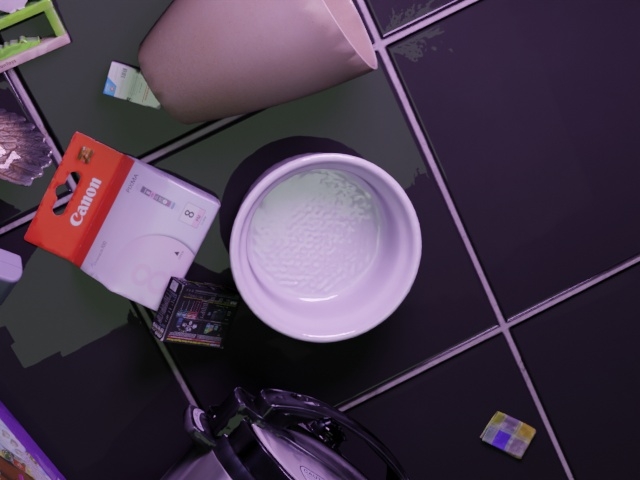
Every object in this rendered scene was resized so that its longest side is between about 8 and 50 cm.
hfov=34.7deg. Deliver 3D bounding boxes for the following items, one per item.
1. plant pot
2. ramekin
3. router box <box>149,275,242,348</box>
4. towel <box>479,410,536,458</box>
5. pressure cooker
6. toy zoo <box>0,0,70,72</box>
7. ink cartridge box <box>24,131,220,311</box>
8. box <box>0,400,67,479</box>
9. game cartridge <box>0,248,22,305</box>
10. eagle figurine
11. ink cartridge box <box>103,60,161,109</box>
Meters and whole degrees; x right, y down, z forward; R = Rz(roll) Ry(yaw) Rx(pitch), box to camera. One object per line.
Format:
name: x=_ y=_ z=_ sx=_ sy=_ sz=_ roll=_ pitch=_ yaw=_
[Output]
plant pot: x=-0.102 y=-0.277 z=1.398 sx=0.274 sy=0.256 sz=0.256 roll=-29 pitch=106 yaw=15
ramekin: x=0.000 y=0.000 z=1.516 sx=0.277 sy=0.135 sz=0.277 roll=-2 pitch=103 yaw=-8
router box: x=-0.184 y=0.109 z=1.531 sx=0.122 sy=0.038 sz=0.092 roll=14 pitch=101 yaw=-46
towel: x=0.314 y=0.324 z=1.705 sx=0.083 sy=0.009 sz=0.060 roll=29 pitch=97 yaw=-14
pressure cooker: x=-0.075 y=0.427 z=1.487 sx=0.420 sy=0.375 sz=0.370 roll=-48 pitch=148 yaw=3
toy zoo: x=-0.486 y=-0.360 z=1.366 sx=0.192 sy=0.030 sz=0.293 roll=-25 pitch=123 yaw=-3
ink cartridge box: x=-0.292 y=-0.024 z=1.506 sx=0.232 sy=0.066 sz=0.189 roll=26 pitch=98 yaw=-18
box: x=-0.542 y=0.338 z=1.545 sx=0.201 sy=0.057 sz=0.293 roll=-34 pitch=106 yaw=-1
game cartridge: x=-0.570 y=0.052 z=1.379 sx=0.297 sy=0.198 sz=0.062 roll=10 pitch=59 yaw=-32
eagle figurine: x=-0.541 y=-0.110 z=1.367 sx=0.298 sy=0.226 sz=0.225 roll=-22 pitch=141 yaw=14
ink cartridge box: x=-0.266 y=-0.223 z=1.476 sx=0.083 sy=0.028 sz=0.048 roll=16 pitch=100 yaw=-12
